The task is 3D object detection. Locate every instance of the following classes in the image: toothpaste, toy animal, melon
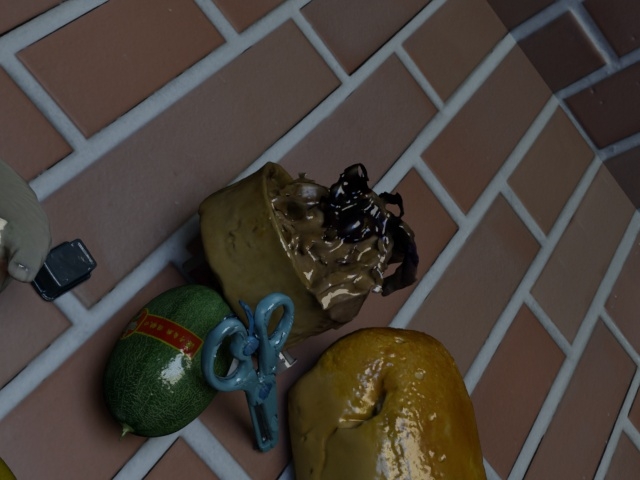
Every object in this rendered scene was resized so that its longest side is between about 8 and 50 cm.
[{"bbox_3d":[-0.141,0.127,1.538,0.096,0.061,0.266,-36,90,-41],"label":"toothpaste"},{"bbox_3d":[-0.546,-0.036,1.227,0.308,0.188,0.266,27,35,-15],"label":"toy animal"},{"bbox_3d":[-0.240,0.195,1.337,0.182,0.182,0.287,42,50,-18],"label":"melon"}]

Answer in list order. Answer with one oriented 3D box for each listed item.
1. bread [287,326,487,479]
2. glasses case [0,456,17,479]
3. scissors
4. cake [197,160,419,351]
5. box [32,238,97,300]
[{"bbox_3d":[0.133,0.350,1.527,0.361,0.250,0.394,10,65,-37],"label":"bread"},{"bbox_3d":[-0.531,0.302,1.081,0.371,0.141,0.173,44,49,-16],"label":"glasses case"},{"bbox_3d":[-0.101,0.233,1.355,0.180,0.392,0.032,-35,53,-28],"label":"scissors"},{"bbox_3d":[-0.001,-0.006,1.457,0.332,0.321,0.332,59,14,-24],"label":"cake"},{"bbox_3d":[-0.410,0.043,1.346,0.099,0.054,0.074,-36,98,-43],"label":"box"}]
